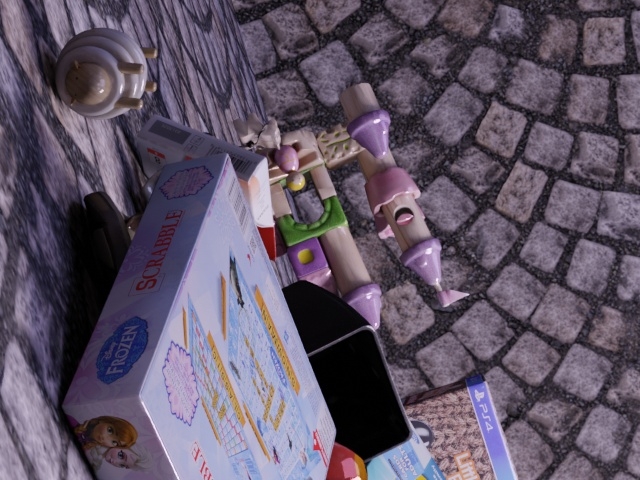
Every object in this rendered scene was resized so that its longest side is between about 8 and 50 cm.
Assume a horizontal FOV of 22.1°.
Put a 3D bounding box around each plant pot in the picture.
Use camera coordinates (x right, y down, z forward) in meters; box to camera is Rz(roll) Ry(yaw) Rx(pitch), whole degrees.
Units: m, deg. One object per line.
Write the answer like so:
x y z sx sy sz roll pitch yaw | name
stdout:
-0.027 0.156 1.890 0.167 0.188 0.187 -122 -172 -52 | plant pot

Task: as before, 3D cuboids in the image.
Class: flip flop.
-0.146 0.020 1.466 0.277 0.080 0.112 59 13 -73 | flip flop

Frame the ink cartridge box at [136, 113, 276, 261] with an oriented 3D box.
-0.124 -0.046 1.806 0.045 0.145 0.179 -54 156 -34 | ink cartridge box

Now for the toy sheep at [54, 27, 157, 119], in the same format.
-0.196 -0.152 1.492 0.132 0.091 0.091 -69 141 -73 | toy sheep

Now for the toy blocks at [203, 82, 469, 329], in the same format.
0.000 0.000 2.009 0.309 0.288 0.260 77 -9 -73 | toy blocks

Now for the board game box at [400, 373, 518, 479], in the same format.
0.133 0.347 2.355 0.141 0.291 0.232 7 65 -86 | board game box

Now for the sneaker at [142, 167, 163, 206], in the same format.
-0.128 0.041 1.660 0.262 0.099 0.121 66 7 32 | sneaker

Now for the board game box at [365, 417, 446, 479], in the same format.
0.099 0.397 2.058 0.254 0.079 0.336 57 24 -5 | board game box

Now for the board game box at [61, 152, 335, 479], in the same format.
-0.083 0.147 1.338 0.318 0.066 0.319 -75 150 -54 | board game box

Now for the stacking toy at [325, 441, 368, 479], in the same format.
0.070 0.304 1.630 0.130 0.279 0.309 -104 -171 -45 | stacking toy
